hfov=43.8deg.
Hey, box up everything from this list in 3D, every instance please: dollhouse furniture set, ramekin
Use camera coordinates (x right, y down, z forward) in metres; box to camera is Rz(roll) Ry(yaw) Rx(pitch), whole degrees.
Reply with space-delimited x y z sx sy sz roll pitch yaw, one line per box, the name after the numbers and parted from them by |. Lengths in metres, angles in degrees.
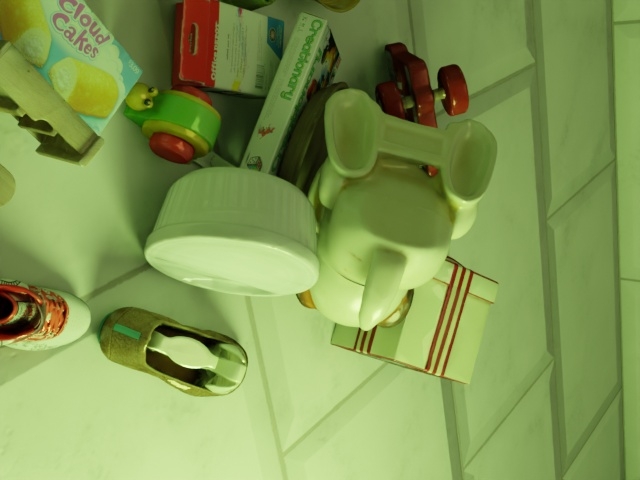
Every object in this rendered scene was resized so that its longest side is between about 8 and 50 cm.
-0.394 -0.082 0.894 0.242 0.212 0.161 -56 136 -19 | dollhouse furniture set
-0.130 -0.012 1.240 0.273 0.273 0.127 33 56 -49 | ramekin

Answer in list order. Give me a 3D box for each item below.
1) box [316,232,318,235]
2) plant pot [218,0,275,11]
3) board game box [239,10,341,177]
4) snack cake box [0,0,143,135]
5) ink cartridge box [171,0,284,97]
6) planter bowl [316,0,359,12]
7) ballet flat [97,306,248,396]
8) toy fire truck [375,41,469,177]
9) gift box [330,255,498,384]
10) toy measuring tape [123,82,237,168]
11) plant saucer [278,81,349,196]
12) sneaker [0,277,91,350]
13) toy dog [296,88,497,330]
0.000 0.000 1.589 0.162 0.029 0.116 -26 115 -49 | box
-0.116 -0.418 1.330 0.083 0.079 0.083 -10 102 -51 | plant pot
-0.050 -0.213 1.368 0.193 0.053 0.305 34 77 -79 | board game box
-0.369 -0.256 1.022 0.264 0.089 0.152 51 57 -43 | snack cake box
-0.162 -0.308 1.288 0.231 0.078 0.134 -2 97 -53 | ink cartridge box
-0.004 -0.524 1.449 0.217 0.090 0.217 -12 105 -50 | planter bowl
-0.199 0.189 1.283 0.342 0.124 0.116 36 68 -49 | ballet flat
0.206 -0.252 1.671 0.254 0.169 0.302 -108 -177 -66 | toy fire truck
0.178 0.132 1.670 0.255 0.276 0.258 24 80 -38 | gift box
-0.178 -0.153 1.265 0.330 0.121 0.121 37 67 -49 | toy measuring tape
-0.016 -0.150 1.403 0.278 0.041 0.278 21 90 -81 | plant saucer
-0.376 0.100 1.023 0.270 0.145 0.090 23 77 -52 | sneaker
0.105 0.008 1.373 0.408 0.285 0.395 115 -22 -60 | toy dog
